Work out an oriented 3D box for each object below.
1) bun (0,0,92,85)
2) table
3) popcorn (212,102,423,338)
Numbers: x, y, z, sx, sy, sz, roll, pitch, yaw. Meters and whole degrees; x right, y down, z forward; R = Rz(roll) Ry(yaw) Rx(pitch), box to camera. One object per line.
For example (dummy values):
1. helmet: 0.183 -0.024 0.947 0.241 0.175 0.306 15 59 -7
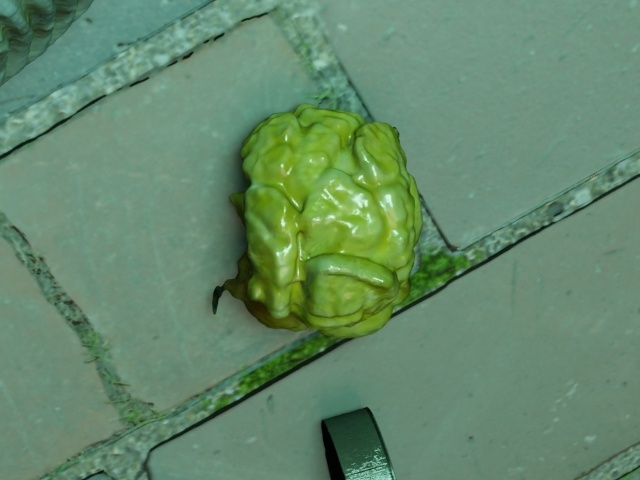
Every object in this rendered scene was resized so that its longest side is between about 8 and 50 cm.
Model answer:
1. bun: -0.272 -0.171 1.069 0.362 0.362 0.211 -39 92 13
2. table: 0.038 0.212 1.575 0.043 0.133 0.133 -15 130 -6
3. popcorn: -0.005 -0.009 1.387 0.173 0.168 0.195 -28 169 -11
